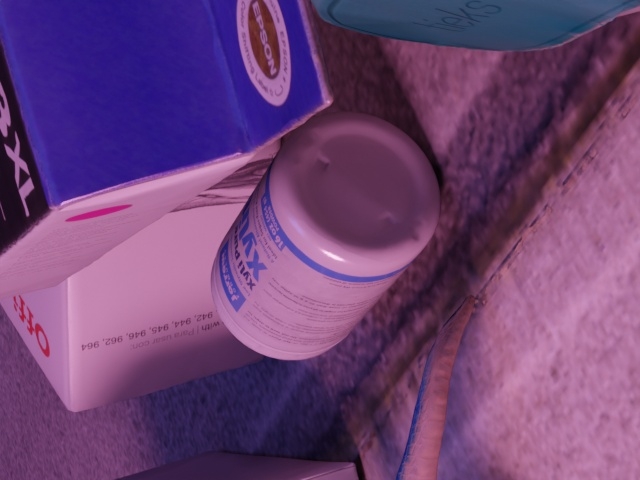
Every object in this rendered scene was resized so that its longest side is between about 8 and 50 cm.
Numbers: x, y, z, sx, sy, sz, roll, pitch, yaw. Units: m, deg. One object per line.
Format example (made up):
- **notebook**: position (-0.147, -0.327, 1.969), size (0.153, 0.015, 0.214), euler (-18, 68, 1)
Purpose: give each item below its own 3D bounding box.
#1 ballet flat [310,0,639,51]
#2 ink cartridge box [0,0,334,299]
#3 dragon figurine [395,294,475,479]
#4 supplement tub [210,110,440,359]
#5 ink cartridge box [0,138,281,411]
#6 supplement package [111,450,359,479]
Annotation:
- **ballet flat**: position (0.066, -0.113, 0.366), size (0.409, 0.147, 0.147), euler (-154, 52, -75)
- **ink cartridge box**: position (-0.103, -0.083, 0.562), size (0.371, 0.069, 0.175), euler (-23, 82, 67)
- **dragon figurine**: position (0.035, 0.171, 0.689), size (0.144, 0.085, 0.289), euler (-1, 104, 63)
- **supplement tub**: position (0.000, 0.000, 0.686), size (0.071, 0.071, 0.107), euler (66, 152, 18)
- **ink cartridge box**: position (-0.110, -0.085, 0.811), size (0.198, 0.115, 0.272), euler (48, 144, 43)
- **supplement package**: position (-0.061, 0.225, 0.836), size (0.194, 0.149, 0.203), euler (-9, 95, 64)
